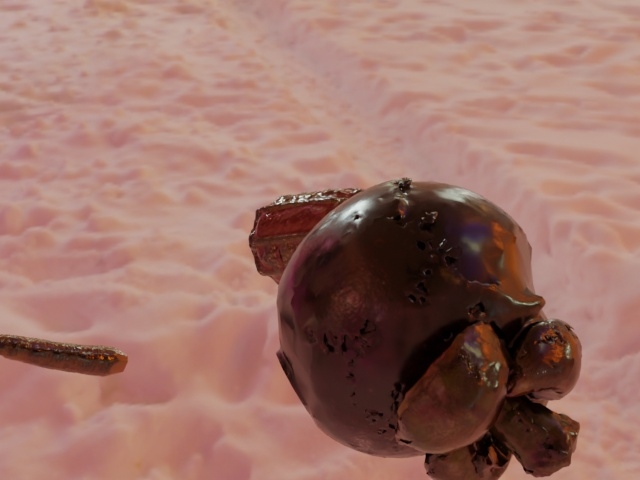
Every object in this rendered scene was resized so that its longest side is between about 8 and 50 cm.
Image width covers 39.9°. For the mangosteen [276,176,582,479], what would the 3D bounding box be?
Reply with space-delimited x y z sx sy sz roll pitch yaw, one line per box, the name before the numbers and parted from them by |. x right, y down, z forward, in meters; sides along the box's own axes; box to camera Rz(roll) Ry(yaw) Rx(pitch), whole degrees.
mangosteen | 0.125 0.127 1.142 0.381 0.381 0.421 -7 50 -11

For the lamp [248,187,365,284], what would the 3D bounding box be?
lamp | 0.000 0.000 1.524 0.274 0.177 0.177 -3 19 44

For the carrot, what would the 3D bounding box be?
carrot | -0.538 0.228 1.775 0.314 0.066 0.066 16 12 -38
